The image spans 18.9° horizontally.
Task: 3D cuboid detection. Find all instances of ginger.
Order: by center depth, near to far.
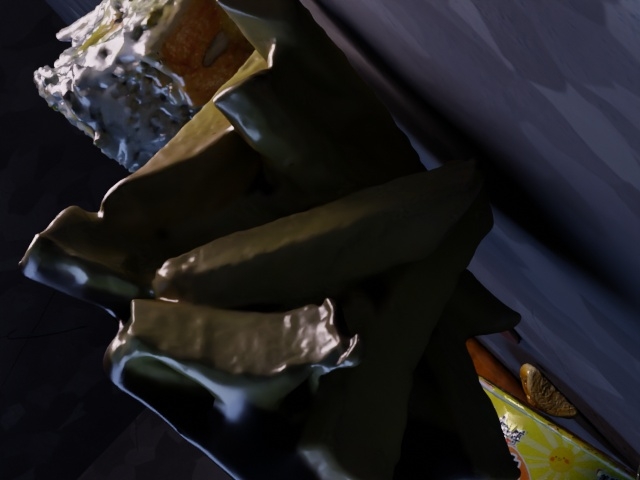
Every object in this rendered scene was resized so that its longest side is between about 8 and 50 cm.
[{"bbox_3d":[0.000,0.000,1.393,0.358,0.211,0.413,-7,-127,-43],"label":"ginger"}]

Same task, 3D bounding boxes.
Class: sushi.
[{"bbox_3d":[-0.152,-0.159,1.728,0.139,0.184,0.274,46,177,-14],"label":"sushi"}]

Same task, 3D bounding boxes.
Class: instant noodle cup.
[{"bbox_3d":[0.235,0.303,2.246,0.264,0.200,0.264,33,179,1],"label":"instant noodle cup"}]

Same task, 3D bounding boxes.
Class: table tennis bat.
[{"bbox_3d":[0.170,0.070,2.154,0.087,0.013,0.156,44,175,-40],"label":"table tennis bat"}]

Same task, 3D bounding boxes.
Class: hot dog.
[{"bbox_3d":[0.261,0.183,2.245,0.090,0.034,0.030,46,175,-14],"label":"hot dog"}]

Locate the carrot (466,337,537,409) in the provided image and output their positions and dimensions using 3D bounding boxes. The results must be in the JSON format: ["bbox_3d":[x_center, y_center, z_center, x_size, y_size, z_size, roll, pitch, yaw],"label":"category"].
[{"bbox_3d":[0.164,0.185,2.493,0.225,0.159,0.159,53,175,-8],"label":"carrot"}]

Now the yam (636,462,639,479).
[{"bbox_3d":[0.304,0.210,1.281,0.161,0.161,0.268,41,173,35],"label":"yam"}]
